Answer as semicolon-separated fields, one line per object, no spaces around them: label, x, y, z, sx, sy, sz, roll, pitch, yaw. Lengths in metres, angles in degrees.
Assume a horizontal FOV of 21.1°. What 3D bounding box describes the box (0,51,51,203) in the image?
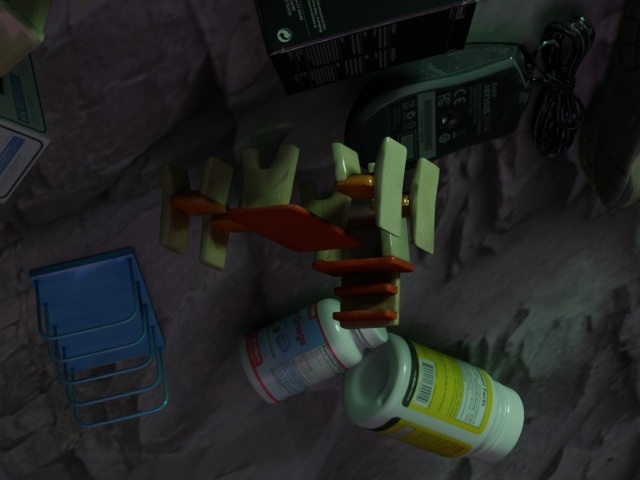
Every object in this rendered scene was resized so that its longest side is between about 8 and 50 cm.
box;-0.397;-0.159;1.546;0.290;0.169;0.087;22;123;-33

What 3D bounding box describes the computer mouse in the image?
computer mouse;0.143;-0.147;1.780;0.272;0.072;0.188;-14;139;-15

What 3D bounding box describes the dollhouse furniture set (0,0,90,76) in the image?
dollhouse furniture set;-0.334;-0.300;1.402;0.286;0.198;0.303;-34;121;28

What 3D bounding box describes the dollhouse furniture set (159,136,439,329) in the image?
dollhouse furniture set;0.000;0.000;1.771;0.262;0.135;0.259;-5;164;29

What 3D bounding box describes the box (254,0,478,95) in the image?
box;0.038;-0.215;1.554;0.184;0.103;0.261;-12;177;1

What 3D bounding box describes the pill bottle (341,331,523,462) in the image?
pill bottle;0.139;0.196;2.085;0.208;0.119;0.119;24;125;-32

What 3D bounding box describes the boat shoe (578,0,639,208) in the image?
boat shoe;0.381;-0.176;1.778;0.130;0.132;0.355;-6;145;-21

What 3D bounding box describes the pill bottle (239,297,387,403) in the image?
pill bottle;-0.007;0.121;1.995;0.160;0.087;0.087;-27;135;13

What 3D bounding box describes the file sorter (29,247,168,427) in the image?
file sorter;-0.242;0.112;1.916;0.118;0.104;0.170;-14;136;-1
